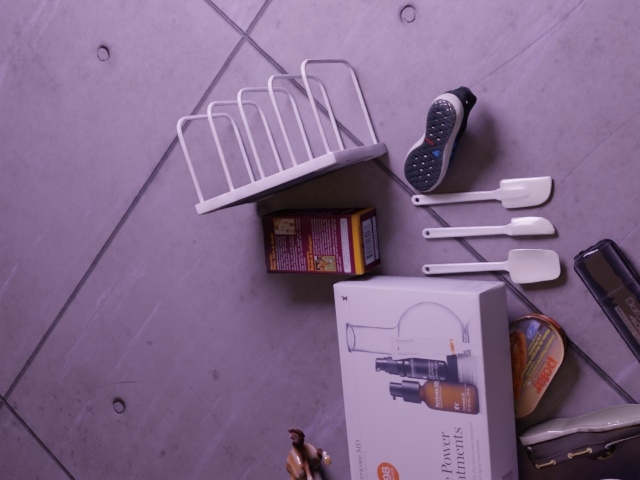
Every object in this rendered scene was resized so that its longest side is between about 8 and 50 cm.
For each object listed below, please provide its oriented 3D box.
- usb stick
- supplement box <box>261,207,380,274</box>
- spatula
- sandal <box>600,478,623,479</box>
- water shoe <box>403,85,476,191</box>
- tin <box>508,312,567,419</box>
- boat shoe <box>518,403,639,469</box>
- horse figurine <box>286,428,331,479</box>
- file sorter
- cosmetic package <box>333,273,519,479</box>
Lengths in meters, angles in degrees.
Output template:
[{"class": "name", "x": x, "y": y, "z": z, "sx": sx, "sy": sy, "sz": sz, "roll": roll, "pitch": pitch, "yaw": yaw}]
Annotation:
[{"class": "usb stick", "x": 0.490, "y": 0.124, "z": 1.689, "sx": 0.077, "sy": 0.045, "sz": 0.278, "roll": -36, "pitch": 83, "yaw": 22}, {"class": "supplement box", "x": 0.000, "y": 0.000, "z": 1.899, "sx": 0.188, "sy": 0.081, "sz": 0.104, "roll": 0, "pitch": 101, "yaw": 27}, {"class": "spatula", "x": 0.266, "y": -0.012, "z": 1.793, "sx": 0.242, "sy": 0.019, "sz": 0.168, "roll": -4, "pitch": 100, "yaw": 28}, {"class": "sandal", "x": 0.370, "y": 0.470, "z": 1.791, "sx": 0.169, "sy": 0.102, "sz": 0.416, "roll": 39, "pitch": 131, "yaw": -21}, {"class": "water shoe", "x": 0.199, "y": -0.158, "z": 1.770, "sx": 0.073, "sy": 0.080, "sz": 0.203, "roll": 42, "pitch": 142, "yaw": 17}, {"class": "tin", "x": 0.331, "y": 0.205, "z": 1.796, "sx": 0.106, "sy": 0.040, "sz": 0.190, "roll": 35, "pitch": 115, "yaw": 22}, {"class": "boat shoe", "x": 0.428, "y": 0.313, "z": 1.746, "sx": 0.227, "sy": 0.081, "sz": 0.069, "roll": -19, "pitch": 94, "yaw": 37}, {"class": "horse figurine", "x": -0.021, "y": 0.448, "z": 1.989, "sx": 0.174, "sy": 0.066, "sz": 0.263, "roll": -162, "pitch": 62, "yaw": -70}, {"class": "file sorter", "x": -0.072, "y": -0.173, "z": 1.839, "sx": 0.277, "sy": 0.193, "sz": 0.173, "roll": -19, "pitch": 89, "yaw": 30}, {"class": "cosmetic package", "x": 0.174, "y": 0.252, "z": 1.832, "sx": 0.284, "sy": 0.097, "sz": 0.377, "roll": 2, "pitch": 102, "yaw": 40}]
